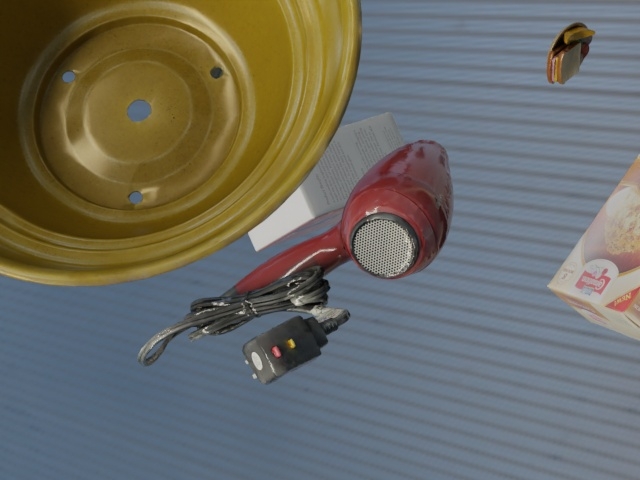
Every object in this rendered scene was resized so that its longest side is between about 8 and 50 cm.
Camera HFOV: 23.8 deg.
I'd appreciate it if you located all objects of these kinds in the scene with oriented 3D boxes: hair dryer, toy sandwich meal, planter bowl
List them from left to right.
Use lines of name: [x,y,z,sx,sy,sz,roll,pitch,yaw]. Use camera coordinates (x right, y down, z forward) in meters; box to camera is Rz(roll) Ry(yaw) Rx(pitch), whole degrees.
planter bowl: [-0.087,-0.072,0.664,0.217,0.217,0.090,62,177,18]
hair dryer: [0.000,0.000,1.161,0.224,0.293,0.080,4,124,57]
toy sandwich meal: [0.310,-0.229,1.872,0.029,0.086,0.085,33,120,37]

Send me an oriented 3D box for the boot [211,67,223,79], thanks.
boot: [-0.025,-0.215,1.259,0.089,0.269,0.236,32,154,-9]

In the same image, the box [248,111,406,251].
box: [0.004,-0.068,1.752,0.130,0.170,0.091,-29,84,52]

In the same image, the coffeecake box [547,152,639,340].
coffeecake box: [0.314,-0.003,1.398,0.185,0.068,0.142,-55,21,-5]
